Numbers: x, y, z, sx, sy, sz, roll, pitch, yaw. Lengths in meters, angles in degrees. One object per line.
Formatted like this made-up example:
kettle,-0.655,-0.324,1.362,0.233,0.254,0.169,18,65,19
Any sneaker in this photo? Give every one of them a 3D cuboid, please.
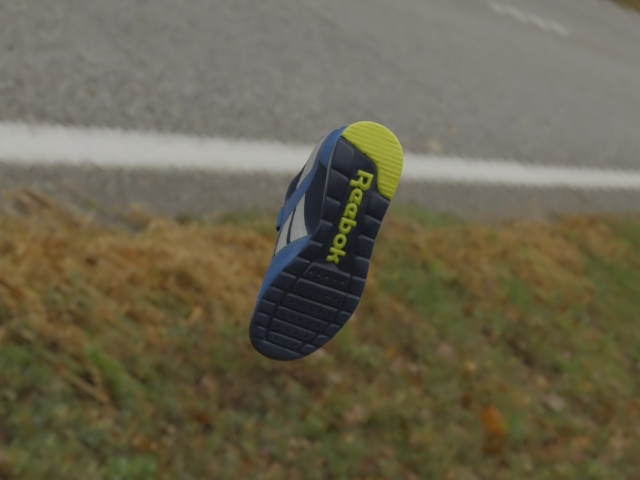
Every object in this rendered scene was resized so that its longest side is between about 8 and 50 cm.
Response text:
sneaker,0.000,0.000,1.080,0.053,0.144,0.059,26,0,-22
